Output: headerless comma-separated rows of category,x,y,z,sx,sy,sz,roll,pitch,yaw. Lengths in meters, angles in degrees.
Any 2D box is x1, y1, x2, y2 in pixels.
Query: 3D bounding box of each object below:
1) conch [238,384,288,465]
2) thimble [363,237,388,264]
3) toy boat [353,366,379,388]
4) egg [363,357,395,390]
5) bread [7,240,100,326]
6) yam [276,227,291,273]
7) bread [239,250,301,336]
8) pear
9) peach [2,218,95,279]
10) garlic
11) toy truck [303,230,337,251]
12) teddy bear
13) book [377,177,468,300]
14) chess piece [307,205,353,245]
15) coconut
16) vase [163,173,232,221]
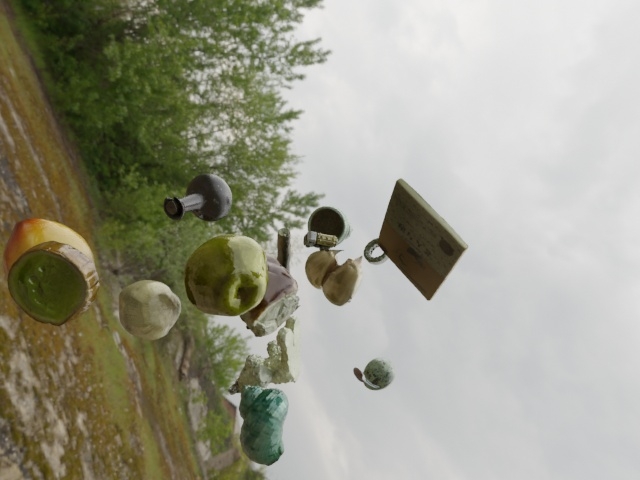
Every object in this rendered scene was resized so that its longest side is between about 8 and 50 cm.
conch,-0.170,0.505,1.263,0.134,0.196,0.202,33,22,-37
thimble,0.210,0.037,1.610,0.084,0.110,0.062,46,1,22
toy boat,0.190,0.583,1.863,0.122,0.034,0.096,44,-1,-28
egg,0.255,0.596,1.977,0.172,0.132,0.132,-52,-127,32
bread,-0.732,0.121,1.227,0.070,0.235,0.236,-93,172,-72
yam,-0.179,0.070,2.170,0.071,0.067,0.318,25,-42,20
bread,-0.238,0.195,1.729,0.279,0.250,0.225,41,-34,20
pear,-0.311,0.113,1.485,0.294,0.294,0.294,53,-28,43
peach,-0.978,0.079,1.606,0.308,0.289,0.289,40,-25,3
garlic,0.072,0.163,2.048,0.313,0.249,0.286,92,-24,-73
toy truck,0.000,0.000,1.702,0.063,0.123,0.052,124,-27,-55
teddy bear,-0.282,0.559,2.121,0.327,0.361,0.376,-51,138,-68
book,0.286,0.013,1.330,0.269,0.032,0.389,50,-18,22
chess piece,0.066,-0.063,2.155,0.195,0.194,0.299,70,15,7
coconut,-0.596,0.241,1.548,0.224,0.224,0.224,53,-28,43
vase,-0.296,-0.096,1.071,0.120,0.183,0.120,7,-72,24
